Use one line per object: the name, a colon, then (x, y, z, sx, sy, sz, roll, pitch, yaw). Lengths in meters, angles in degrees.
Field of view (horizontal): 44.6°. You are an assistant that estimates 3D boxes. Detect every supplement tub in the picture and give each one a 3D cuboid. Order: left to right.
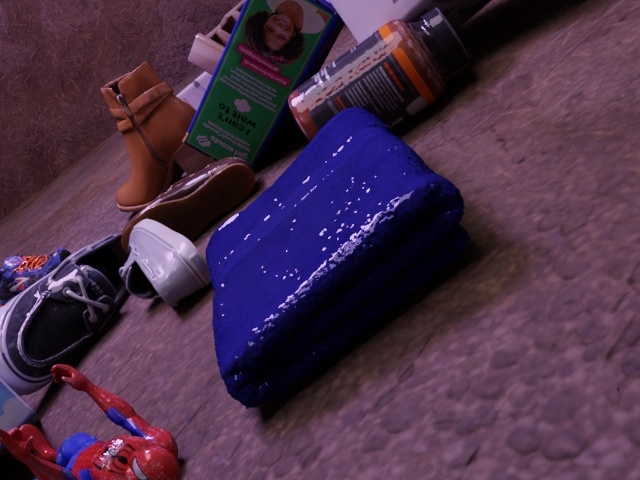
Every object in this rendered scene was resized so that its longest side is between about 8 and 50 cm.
supplement tub: (0.068, -0.177, 0.886, 0.197, 0.106, 0.106, -33, 21, 14)

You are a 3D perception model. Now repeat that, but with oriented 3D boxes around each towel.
towel: (0.000, 0.000, 0.684, 0.227, 0.076, 0.308, -44, 20, 7)

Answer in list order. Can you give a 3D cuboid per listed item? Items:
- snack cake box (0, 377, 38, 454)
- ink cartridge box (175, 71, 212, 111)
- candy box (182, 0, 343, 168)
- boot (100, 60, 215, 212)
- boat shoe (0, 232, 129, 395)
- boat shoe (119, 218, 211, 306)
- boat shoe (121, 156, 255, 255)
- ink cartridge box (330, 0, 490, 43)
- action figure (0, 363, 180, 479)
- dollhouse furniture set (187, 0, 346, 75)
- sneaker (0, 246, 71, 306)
snack cake box: (-0.407, 0.242, 0.765, 0.264, 0.089, 0.152, -47, 4, -23)
ink cartridge box: (-0.252, -0.322, 1.761, 0.135, 0.099, 0.056, -43, 20, -13)
candy box: (-0.052, -0.290, 1.152, 0.317, 0.122, 0.268, -57, 4, 42)
boot: (-0.327, -0.178, 1.401, 0.283, 0.220, 0.109, -20, 27, 42)
boat shoe: (-0.314, 0.079, 1.009, 0.102, 0.108, 0.301, -31, 14, 24)
boat shoe: (-0.204, 0.031, 0.943, 0.081, 0.079, 0.227, -40, 23, -18)
boat shoe: (-0.183, -0.047, 1.087, 0.206, 0.073, 0.073, -30, 26, -4)
ink cartridge box: (0.164, -0.352, 0.928, 0.273, 0.115, 0.198, -37, -9, 40)
action figure: (-0.214, 0.158, 0.617, 0.280, 0.139, 0.091, -14, 32, 44)
dollhouse furniture set: (-0.090, -0.529, 1.589, 0.394, 0.362, 0.256, -59, 2, 40)
sneaker: (-0.550, 0.063, 1.459, 0.221, 0.087, 0.083, -27, 24, 30)
